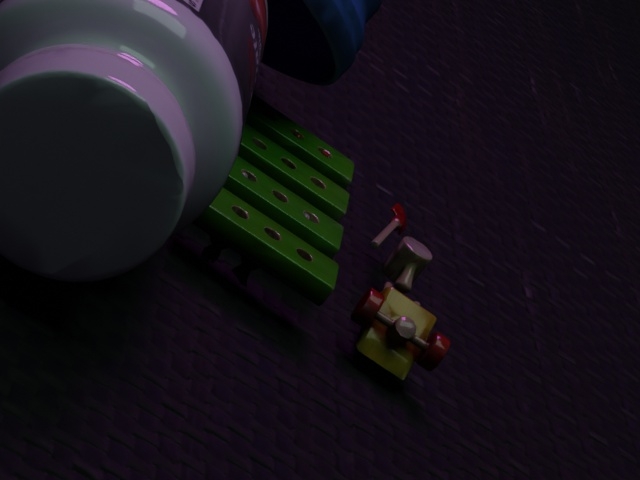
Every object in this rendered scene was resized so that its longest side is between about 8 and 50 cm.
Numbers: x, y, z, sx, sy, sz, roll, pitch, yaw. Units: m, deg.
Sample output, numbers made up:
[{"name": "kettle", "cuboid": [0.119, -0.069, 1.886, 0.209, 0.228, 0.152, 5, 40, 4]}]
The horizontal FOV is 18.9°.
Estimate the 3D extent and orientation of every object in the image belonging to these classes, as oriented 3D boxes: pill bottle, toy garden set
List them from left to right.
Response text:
[{"name": "pill bottle", "cuboid": [-0.131, -0.099, 1.210, 0.176, 0.176, 0.318, 35, 22, -12]}, {"name": "toy garden set", "cuboid": [0.000, 0.000, 1.407, 0.204, 0.049, 0.244, 34, 21, -9]}]

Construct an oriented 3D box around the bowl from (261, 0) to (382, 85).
[{"name": "bowl", "cuboid": [-0.111, -0.277, 1.483, 0.391, 0.077, 0.391, 40, -8, 7]}]
